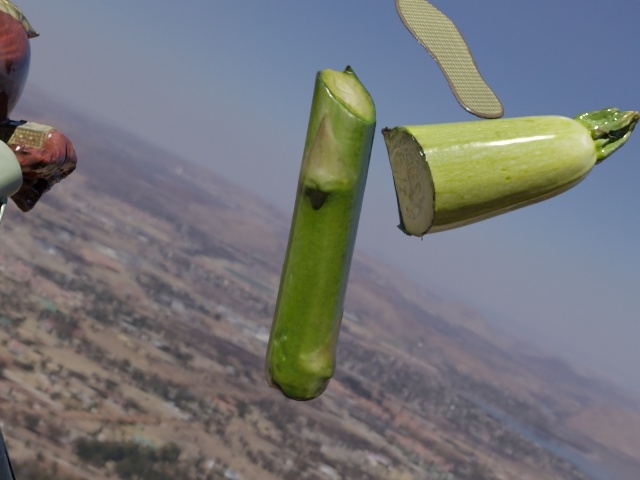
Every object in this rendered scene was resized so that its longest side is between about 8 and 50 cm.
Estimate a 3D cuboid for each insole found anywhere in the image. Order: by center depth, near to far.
[{"bbox_3d":[0.159,-0.233,1.245,0.086,0.005,0.253,-1,47,-28],"label":"insole"}]

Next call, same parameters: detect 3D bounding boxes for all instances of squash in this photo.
[{"bbox_3d":[0.214,-0.081,1.120,0.288,0.137,0.137,-7,-7,12],"label":"squash"}]

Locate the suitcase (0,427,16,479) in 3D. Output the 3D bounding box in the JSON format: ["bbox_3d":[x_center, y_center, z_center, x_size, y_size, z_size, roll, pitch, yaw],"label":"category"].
[{"bbox_3d":[-0.288,0.131,0.575,0.194,0.234,0.143,2,21,34],"label":"suitcase"}]

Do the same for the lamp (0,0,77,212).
[{"bbox_3d":[-0.345,-0.161,0.993,0.215,0.151,0.223,12,-46,13],"label":"lamp"}]

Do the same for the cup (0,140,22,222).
[{"bbox_3d":[-0.259,-0.034,0.738,0.075,0.054,0.083,36,42,14],"label":"cup"}]

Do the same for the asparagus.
[{"bbox_3d":[0.002,0.000,0.817,0.060,0.277,0.067,10,21,-2],"label":"asparagus"}]
